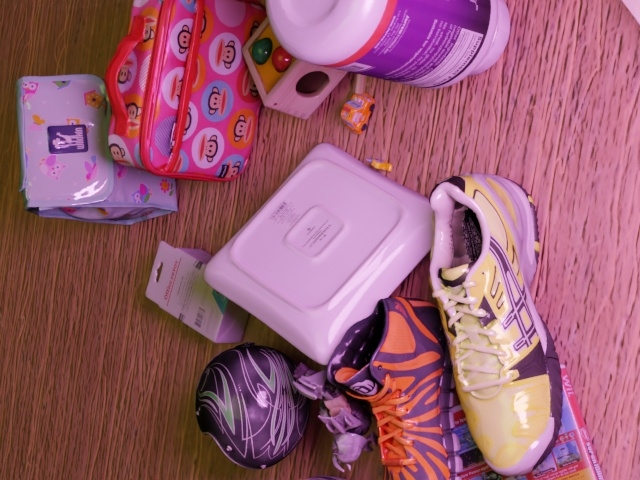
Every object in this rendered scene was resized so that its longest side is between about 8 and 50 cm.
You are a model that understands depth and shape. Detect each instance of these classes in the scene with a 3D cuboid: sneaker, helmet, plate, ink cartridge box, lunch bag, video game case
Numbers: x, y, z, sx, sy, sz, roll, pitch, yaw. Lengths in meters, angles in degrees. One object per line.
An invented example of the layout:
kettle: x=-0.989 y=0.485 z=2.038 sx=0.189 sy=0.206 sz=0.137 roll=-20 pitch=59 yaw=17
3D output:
sneaker: x=0.085 y=0.226 z=1.600 sx=0.125 sy=0.180 sz=0.321 roll=-15 pitch=67 yaw=43
helmet: x=-0.093 y=0.238 z=1.806 sx=0.161 sy=0.169 sz=0.169 roll=22 pitch=103 yaw=57
plate: x=0.000 y=0.000 z=1.718 sx=0.278 sy=0.045 sz=0.277 roll=32 pitch=75 yaw=39
ink cartridge box: x=-0.189 y=0.078 z=1.966 sx=0.180 sy=0.060 sz=0.104 roll=29 pitch=107 yaw=39
sneaker: x=0.195 y=0.100 z=1.547 sx=0.145 sy=0.147 sz=0.384 roll=-22 pitch=67 yaw=38
lunch bag: x=-0.369 y=-0.145 z=2.005 sx=0.160 sy=0.262 sz=0.223 roll=-12 pitch=79 yaw=41
video game case: x=0.267 y=0.323 z=1.571 sx=0.204 sy=0.025 sz=0.285 roll=-30 pitch=69 yaw=37
lunch bag: x=-0.208 y=-0.239 z=1.868 sx=0.120 sy=0.258 sz=0.293 roll=16 pitch=98 yaw=41

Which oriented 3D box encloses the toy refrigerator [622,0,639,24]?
toy refrigerator: x=0.405 y=-0.309 z=1.441 sx=0.102 sy=0.094 sz=0.269 roll=-50 pitch=57 yaw=36

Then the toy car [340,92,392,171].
toy car: x=0.068 y=-0.157 z=1.764 sx=0.060 sy=0.041 sz=0.122 roll=-53 pitch=56 yaw=26

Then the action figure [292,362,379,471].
action figure: x=0.020 y=0.181 z=1.717 sx=0.099 sy=0.185 sz=0.285 roll=-9 pitch=64 yaw=7

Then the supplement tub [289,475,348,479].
supplement tub: x=-0.079 y=0.448 z=1.667 sx=0.241 sy=0.331 sz=0.241 roll=-3 pitch=86 yaw=42

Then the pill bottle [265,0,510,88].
pill bottle: x=0.097 y=-0.289 z=1.556 sx=0.182 sy=0.323 sz=0.181 roll=-2 pitch=86 yaw=41

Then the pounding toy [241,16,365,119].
pounding toy: x=-0.005 y=-0.276 z=1.777 sx=0.206 sy=0.094 sz=0.181 roll=-47 pitch=46 yaw=30
